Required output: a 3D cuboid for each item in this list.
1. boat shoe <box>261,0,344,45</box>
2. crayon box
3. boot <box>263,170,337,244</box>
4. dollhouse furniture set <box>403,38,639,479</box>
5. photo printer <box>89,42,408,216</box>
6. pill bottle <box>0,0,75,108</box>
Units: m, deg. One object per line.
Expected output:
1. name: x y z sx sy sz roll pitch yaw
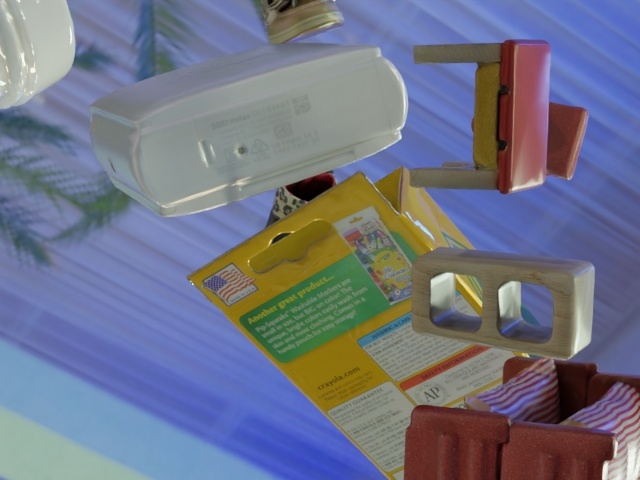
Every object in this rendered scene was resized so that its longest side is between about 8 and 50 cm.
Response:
1. boat shoe: -0.040 -0.327 1.698 0.105 0.089 0.285 -18 -165 -9
2. crayon box: 0.060 0.072 1.136 0.203 0.323 0.083 -30 -152 26
3. boot: 0.001 0.001 1.397 0.236 0.085 0.178 -17 138 -52
4. dollhouse furniture set: 0.174 0.043 0.889 0.201 0.152 0.374 -15 109 -58
5. photo printer: -0.087 -0.118 1.184 0.256 0.107 0.307 -19 -165 -15
6. pill bottle: -0.310 -0.085 0.720 0.318 0.176 0.176 -36 -177 -32
